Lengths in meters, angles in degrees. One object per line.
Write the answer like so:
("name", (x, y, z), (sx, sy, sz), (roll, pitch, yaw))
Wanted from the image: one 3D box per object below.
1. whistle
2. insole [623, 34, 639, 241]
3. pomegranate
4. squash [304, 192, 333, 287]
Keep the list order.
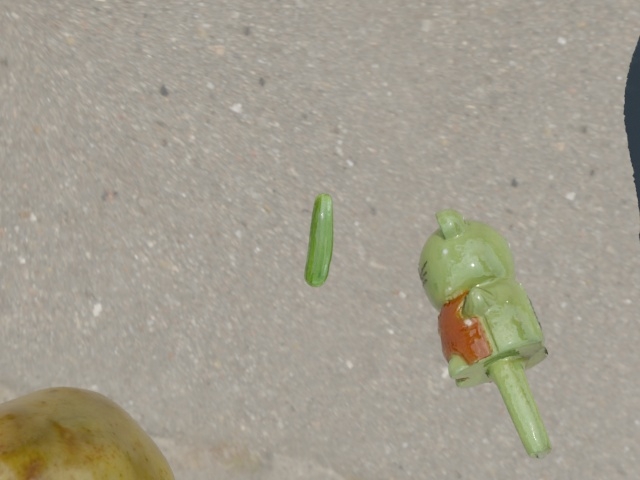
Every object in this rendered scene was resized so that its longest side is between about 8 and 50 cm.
("whistle", (0.175, 0.091, 1.096), (0.106, 0.288, 0.131), (-21, 155, 8))
("insole", (0.309, -0.059, 0.872), (0.109, 0.007, 0.322), (-5, 111, 5))
("pomegranate", (-0.226, 0.230, 0.831), (0.233, 0.233, 0.233), (-5, 105, -17))
("squash", (0.000, 0.000, 0.972), (0.027, 0.027, 0.089), (2, 99, -19))
